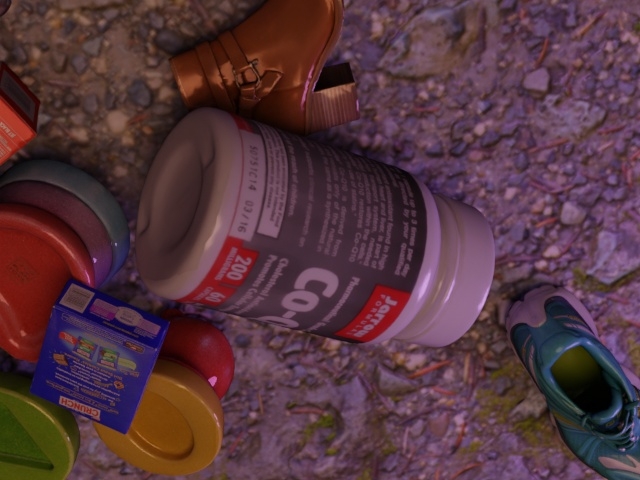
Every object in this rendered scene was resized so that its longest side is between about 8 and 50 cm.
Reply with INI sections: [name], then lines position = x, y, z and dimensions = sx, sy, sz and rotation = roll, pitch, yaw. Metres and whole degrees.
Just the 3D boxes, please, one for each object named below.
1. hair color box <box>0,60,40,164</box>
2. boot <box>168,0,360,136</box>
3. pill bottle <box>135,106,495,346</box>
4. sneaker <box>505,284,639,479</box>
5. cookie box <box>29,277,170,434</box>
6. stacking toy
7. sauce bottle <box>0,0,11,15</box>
[hair color box]
position = -0.312, -0.067, 1.060
dimensions = 0.167, 0.093, 0.053
rotation = -37, 115, 7
[boot]
position = -0.054, -0.171, 1.078
dimensions = 0.152, 0.073, 0.197
rotation = -11, 113, -1
[pill bottle]
position = 0.000, 0.000, 1.095
dimensions = 0.283, 0.161, 0.161
rotation = 16, 110, -29
[sneaker]
position = 0.275, 0.168, 1.269
dimensions = 0.107, 0.110, 0.275
rotation = -38, 116, 7
[cookie box]
position = -0.183, 0.096, 1.047
dimensions = 0.092, 0.040, 0.107
rotation = 24, 127, -1
[stacking toy]
position = -0.243, 0.080, 1.161
dimensions = 0.280, 0.130, 0.309
rotation = -21, 116, 28
[sauce bottle]
position = -0.401, -0.111, 1.014
dimensions = 0.344, 0.111, 0.111
rotation = -40, 115, 8
